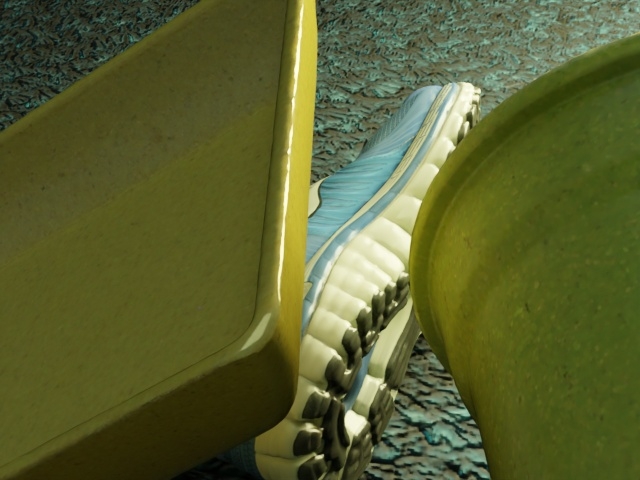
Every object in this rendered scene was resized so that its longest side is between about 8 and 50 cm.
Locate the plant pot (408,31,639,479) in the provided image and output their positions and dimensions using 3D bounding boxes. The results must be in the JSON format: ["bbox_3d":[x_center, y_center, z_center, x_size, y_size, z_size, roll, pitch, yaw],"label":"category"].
[{"bbox_3d":[0.173,0.099,0.535,0.276,0.276,0.253,-2,45,5],"label":"plant pot"}]

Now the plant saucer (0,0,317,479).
[{"bbox_3d":[-0.125,0.032,0.698,0.333,0.081,0.332,-29,31,22],"label":"plant saucer"}]

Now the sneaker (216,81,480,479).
[{"bbox_3d":[0.000,0.000,0.797,0.147,0.129,0.330,12,37,21],"label":"sneaker"}]
